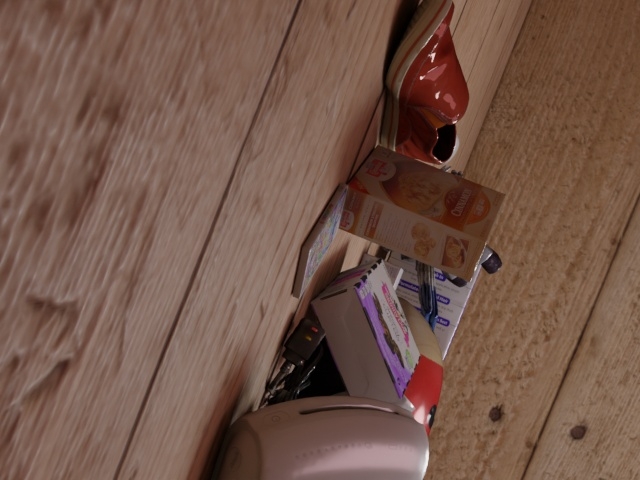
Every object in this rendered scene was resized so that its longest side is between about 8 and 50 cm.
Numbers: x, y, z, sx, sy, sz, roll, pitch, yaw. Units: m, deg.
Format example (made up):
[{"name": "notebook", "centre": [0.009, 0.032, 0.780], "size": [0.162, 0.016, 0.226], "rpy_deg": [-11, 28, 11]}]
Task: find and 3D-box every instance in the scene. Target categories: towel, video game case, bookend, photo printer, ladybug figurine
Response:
[{"name": "towel", "centre": [0.195, 0.038, 2.071], "size": [0.209, 0.034, 0.285], "rpy_deg": [82, 4, -71]}, {"name": "video game case", "centre": [0.000, 0.000, 1.258], "size": [0.087, 0.011, 0.122], "rpy_deg": [102, 13, -46]}, {"name": "bookend", "centre": [0.023, 0.191, 1.656], "size": [0.156, 0.072, 0.157], "rpy_deg": [-53, 163, -60]}, {"name": "photo printer", "centre": [-0.017, 0.320, 1.241], "size": [0.256, 0.107, 0.307], "rpy_deg": [5, 114, -35]}, {"name": "ladybug figurine", "centre": [0.098, 0.325, 1.922], "size": [0.449, 0.162, 0.305], "rpy_deg": [-68, -168, -9]}]

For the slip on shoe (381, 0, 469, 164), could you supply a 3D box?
[{"name": "slip on shoe", "centre": [0.142, -0.197, 1.343], "size": [0.331, 0.101, 0.123], "rpy_deg": [89, 26, -65]}]

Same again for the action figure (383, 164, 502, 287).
[{"name": "action figure", "centre": [0.196, -0.025, 1.845], "size": [0.185, 0.099, 0.285], "rpy_deg": [-35, 132, 11]}]

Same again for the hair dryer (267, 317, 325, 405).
[{"name": "hair dryer", "centre": [-0.046, 0.253, 1.373], "size": [0.223, 0.080, 0.293], "rpy_deg": [85, 28, -72]}]

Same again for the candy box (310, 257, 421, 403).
[{"name": "candy box", "centre": [0.068, 0.127, 1.493], "size": [0.165, 0.070, 0.196], "rpy_deg": [67, 16, -5]}]

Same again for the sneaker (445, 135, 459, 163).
[{"name": "sneaker", "centre": [0.167, -0.165, 1.707], "size": [0.094, 0.080, 0.212], "rpy_deg": [-53, 161, -15]}]

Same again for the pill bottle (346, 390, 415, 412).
[{"name": "pill bottle", "centre": [0.048, 0.307, 1.708], "size": [0.208, 0.117, 0.117], "rpy_deg": [-42, 169, -3]}]

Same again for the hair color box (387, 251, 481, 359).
[{"name": "hair color box", "centre": [0.195, 0.161, 2.241], "size": [0.110, 0.185, 0.339], "rpy_deg": [11, 101, -81]}]

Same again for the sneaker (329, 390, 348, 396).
[{"name": "sneaker", "centre": [-0.001, 0.299, 1.568], "size": [0.217, 0.079, 0.121], "rpy_deg": [-16, 144, -30]}]

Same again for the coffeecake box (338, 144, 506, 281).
[{"name": "coffeecake box", "centre": [0.131, -0.039, 1.376], "size": [0.142, 0.185, 0.068], "rpy_deg": [-55, 164, -57]}]

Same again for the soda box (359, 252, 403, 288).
[{"name": "soda box", "centre": [0.068, 0.134, 1.796], "size": [0.074, 0.069, 0.216], "rpy_deg": [27, 85, -81]}]
